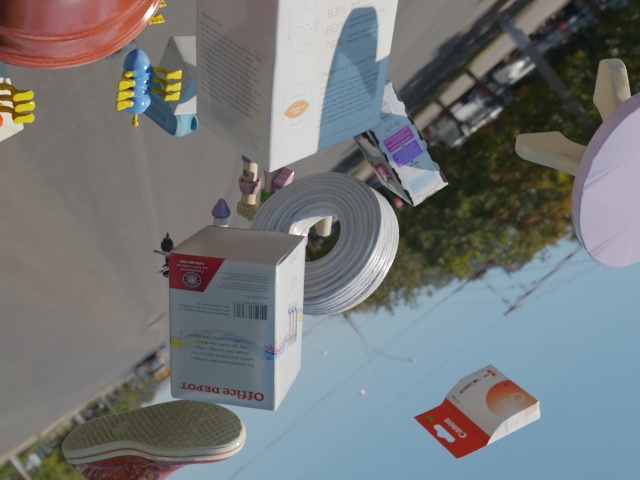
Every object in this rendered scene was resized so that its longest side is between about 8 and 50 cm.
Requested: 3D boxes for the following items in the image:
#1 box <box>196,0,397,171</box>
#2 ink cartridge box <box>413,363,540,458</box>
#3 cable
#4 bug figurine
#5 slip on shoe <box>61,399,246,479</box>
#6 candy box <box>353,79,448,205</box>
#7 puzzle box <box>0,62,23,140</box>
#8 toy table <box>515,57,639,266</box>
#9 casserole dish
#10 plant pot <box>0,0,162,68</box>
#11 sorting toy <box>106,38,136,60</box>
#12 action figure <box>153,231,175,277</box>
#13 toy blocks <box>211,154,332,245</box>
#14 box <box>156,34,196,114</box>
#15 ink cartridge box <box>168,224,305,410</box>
[{"bbox_3d":[-0.031,-0.299,1.173,0.215,0.168,0.345,-26,139,-34],"label":"box"},{"bbox_3d":[0.275,0.300,1.597,0.179,0.045,0.145,-19,-151,-20],"label":"ink cartridge box"},{"bbox_3d":[0.000,0.000,1.516,0.257,0.257,0.089,-54,144,-8],"label":"cable"},{"bbox_3d":[-0.290,-0.211,1.024,0.279,0.072,0.216,-15,137,-37],"label":"bug figurine"},{"bbox_3d":[-0.253,0.326,1.402,0.331,0.101,0.123,-13,-154,26],"label":"slip on shoe"},{"bbox_3d":[0.106,-0.168,1.450,0.070,0.196,0.165,-35,-159,-4],"label":"candy box"},{"bbox_3d":[-0.554,-0.137,1.020,0.409,0.052,0.272,-35,156,-26],"label":"puzzle box"},{"bbox_3d":[0.426,-0.117,1.281,0.161,0.252,0.274,-106,-156,-53],"label":"toy table"},{"bbox_3d":[-0.317,-0.269,1.730,0.037,0.188,0.114,-45,171,-28],"label":"casserole dish"},{"bbox_3d":[-0.243,-0.310,0.782,0.272,0.272,0.265,-38,-169,-15],"label":"plant pot"},{"bbox_3d":[-0.352,-0.356,1.545,0.045,0.083,0.075,-33,173,30],"label":"sorting toy"},{"bbox_3d":[-0.252,0.062,1.917,0.141,0.164,0.275,-25,159,7],"label":"action figure"},{"bbox_3d":[-0.136,-0.136,2.502,0.309,0.289,0.260,-26,136,-41],"label":"toy blocks"},{"bbox_3d":[-0.222,-0.290,1.568,0.087,0.101,0.102,-10,153,-34],"label":"box"},{"bbox_3d":[-0.094,0.087,1.035,0.128,0.176,0.127,6,-164,11],"label":"ink cartridge box"}]
